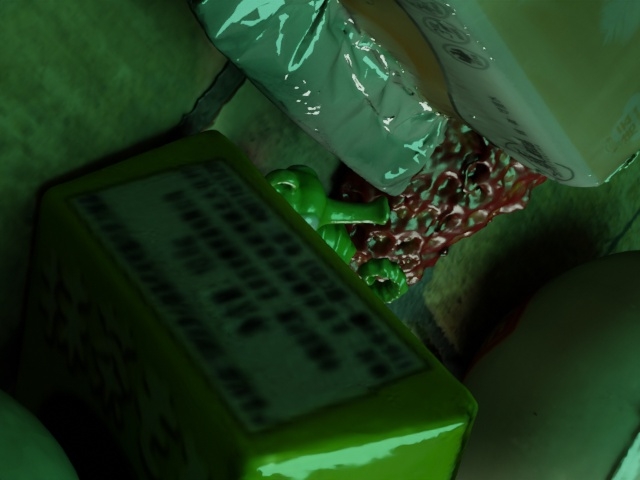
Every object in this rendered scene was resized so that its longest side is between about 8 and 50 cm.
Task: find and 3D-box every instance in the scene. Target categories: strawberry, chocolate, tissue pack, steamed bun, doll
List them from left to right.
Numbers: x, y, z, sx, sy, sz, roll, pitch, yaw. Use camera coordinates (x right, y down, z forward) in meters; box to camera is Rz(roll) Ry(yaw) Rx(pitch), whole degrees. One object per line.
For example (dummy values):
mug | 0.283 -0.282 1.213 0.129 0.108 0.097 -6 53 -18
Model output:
chocolate | -0.071 0.131 0.862 0.137 0.301 0.289 -7 126 -34
doll | 0.000 0.000 1.007 0.190 0.115 0.050 53 38 -56
tissue pack | 0.065 -0.146 0.854 0.238 0.238 0.305 -54 150 -1
strawberry | 0.105 -0.048 1.098 0.236 0.111 0.190 -58 151 7
steamed bun | 0.263 0.173 1.393 0.374 0.241 0.374 -30 136 -34

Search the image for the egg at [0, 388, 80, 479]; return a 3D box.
egg | -0.243 0.219 0.741 0.258 0.258 0.352 -6 132 -51
